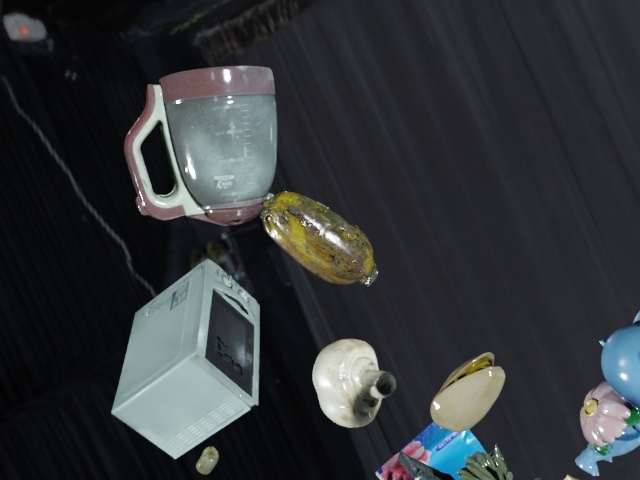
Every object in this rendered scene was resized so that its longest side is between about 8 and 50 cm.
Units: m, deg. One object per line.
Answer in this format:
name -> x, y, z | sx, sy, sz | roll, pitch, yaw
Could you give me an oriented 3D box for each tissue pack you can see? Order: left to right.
tissue pack -> 0.313, 0.616, 2.050 | 0.269, 0.209, 0.137 | -37, 23, -9

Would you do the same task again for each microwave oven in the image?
microwave oven -> -0.236, 0.221, 1.459 | 0.237, 0.181, 0.295 | -37, 27, 17

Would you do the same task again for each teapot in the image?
teapot -> -0.235, -0.180, 1.562 | 0.314, 0.312, 0.233 | -7, 4, -17

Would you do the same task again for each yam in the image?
yam -> -0.268, 0.523, 1.827 | 0.043, 0.043, 0.094 | -25, -24, -40

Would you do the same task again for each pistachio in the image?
pistachio -> 0.341, 0.352, 1.796 | 0.131, 0.129, 0.206 | 23, -71, -35

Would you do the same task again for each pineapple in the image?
pineapple -> 0.417, 0.565, 1.636 | 0.119, 0.277, 0.130 | -12, -47, -29

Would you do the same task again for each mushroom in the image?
mushroom -> 0.109, 0.407, 2.224 | 0.234, 0.254, 0.260 | -7, -31, 33

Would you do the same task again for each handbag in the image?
handbag -> 0.290, 0.589, 1.743 | 0.089, 0.175, 0.270 | -48, 41, -5

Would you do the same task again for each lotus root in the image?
lotus root -> 0.000, 0.000, 2.275 | 0.179, 0.397, 0.196 | -59, 10, -20

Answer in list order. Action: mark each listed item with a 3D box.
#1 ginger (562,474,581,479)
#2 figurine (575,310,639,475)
ginger -> 0.662, 0.630, 1.958 | 0.137, 0.058, 0.044 | 13, 31, 27
figurine -> 0.343, 0.170, 0.796 | 0.178, 0.144, 0.114 | -66, -15, 22
